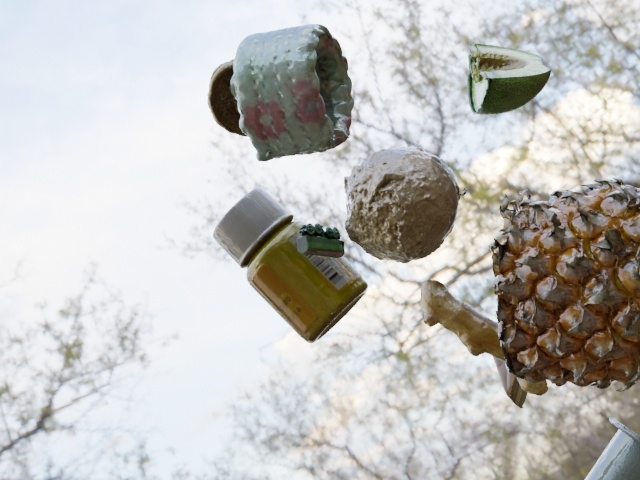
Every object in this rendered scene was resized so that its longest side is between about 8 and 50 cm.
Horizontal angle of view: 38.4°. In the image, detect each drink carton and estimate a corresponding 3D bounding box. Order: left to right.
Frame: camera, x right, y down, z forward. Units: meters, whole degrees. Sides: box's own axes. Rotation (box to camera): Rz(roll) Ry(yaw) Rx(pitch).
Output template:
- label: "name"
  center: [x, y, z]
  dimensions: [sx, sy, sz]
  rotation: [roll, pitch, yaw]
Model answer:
- label: "drink carton"
  center: [0.696, 0.530, 2.086]
  dimensions: [0.190, 0.191, 0.185]
  rotation: [-55, 5, 5]

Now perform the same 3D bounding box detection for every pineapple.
- label: "pineapple"
  center: [0.435, 0.067, 1.408]
  dimensions: [0.300, 0.353, 0.352]
  rotation: [-10, -15, 30]

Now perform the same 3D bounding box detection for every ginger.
- label: "ginger"
  center: [0.307, 0.167, 1.693]
  dimensions: [0.118, 0.298, 0.065]
  rotation: [-49, -20, -26]

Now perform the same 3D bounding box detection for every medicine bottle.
- label: "medicine bottle"
  center: [-0.081, 0.060, 2.363]
  dimensions: [0.224, 0.384, 0.224]
  rotation: [-45, -7, -7]

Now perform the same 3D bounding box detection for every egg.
- label: "egg"
  center: [0.179, -0.083, 2.045]
  dimensions: [0.279, 0.279, 0.310]
  rotation: [-22, -8, -11]

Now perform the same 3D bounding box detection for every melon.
- label: "melon"
  center: [0.433, -0.358, 2.121]
  dimensions: [0.169, 0.265, 0.129]
  rotation: [1, -63, 0]

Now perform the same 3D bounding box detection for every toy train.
- label: "toy train"
  center: [0.000, 0.000, 2.066]
  dimensions: [0.038, 0.071, 0.147]
  rotation: [-9, -11, 37]

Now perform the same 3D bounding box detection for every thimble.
- label: "thimble"
  center: [-0.042, -0.230, 1.466]
  dimensions: [0.149, 0.211, 0.185]
  rotation: [-5, -12, 21]

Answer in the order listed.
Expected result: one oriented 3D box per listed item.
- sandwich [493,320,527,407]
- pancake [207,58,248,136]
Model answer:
- label: "sandwich"
  center: [0.382, 0.257, 1.922]
  dimensions: [0.113, 0.163, 0.079]
  rotation: [4, -24, 39]
- label: "pancake"
  center: [-0.125, -0.248, 1.614]
  dimensions: [0.158, 0.028, 0.158]
  rotation: [4, -59, 7]
